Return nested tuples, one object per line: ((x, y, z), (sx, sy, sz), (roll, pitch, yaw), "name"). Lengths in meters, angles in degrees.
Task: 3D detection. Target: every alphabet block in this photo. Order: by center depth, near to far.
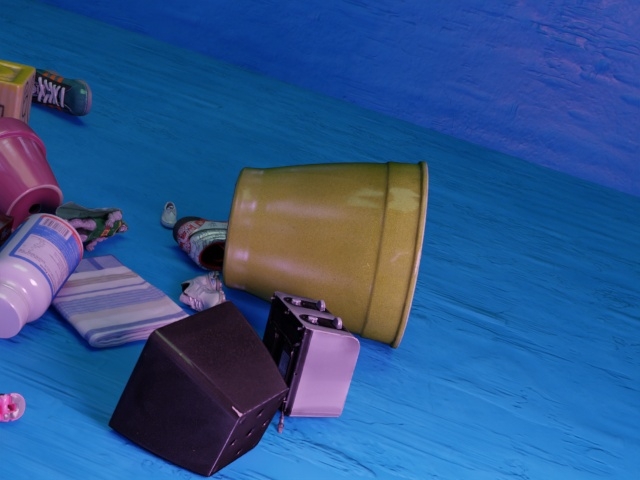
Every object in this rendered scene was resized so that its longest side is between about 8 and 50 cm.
((-0.798, -0.319, 2.238), (0.193, 0.197, 0.192), (11, 21, -12), "alphabet block")

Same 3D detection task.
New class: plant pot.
((-0.160, 0.225, 1.368), (0.167, 0.188, 0.187), (37, 27, 19), "plant pot")
((0.000, 0.000, 1.819), (0.352, 0.367, 0.366), (9, 21, -1), "plant pot")
((-0.620, -0.118, 1.894), (0.180, 0.201, 0.201), (45, 32, 25), "plant pot")

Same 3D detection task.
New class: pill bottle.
((-0.496, 0.060, 1.579), (0.124, 0.124, 0.222), (17, 36, 3), "pill bottle")

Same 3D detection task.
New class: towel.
((-0.389, 0.105, 1.697), (0.209, 0.034, 0.285), (-8, 29, -42), "towel")

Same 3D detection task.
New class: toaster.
((-0.028, 0.196, 1.547), (0.110, 0.186, 0.168), (9, 14, -24), "toaster")

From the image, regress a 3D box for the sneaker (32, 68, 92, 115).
((-0.758, -0.416, 2.653), (0.121, 0.108, 0.302), (-7, 22, -44), "sneaker")

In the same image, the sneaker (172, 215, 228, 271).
((-0.170, 0.007, 2.023), (0.270, 0.090, 0.145), (-2, 28, -31), "sneaker")

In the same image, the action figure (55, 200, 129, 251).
((-0.457, -0.025, 1.888), (0.063, 0.137, 0.232), (46, 19, 11), "action figure")

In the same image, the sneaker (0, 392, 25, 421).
((-0.477, 0.233, 1.309), (0.119, 0.047, 0.057), (1, 6, -38), "sneaker")

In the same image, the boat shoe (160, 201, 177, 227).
((-0.342, -0.061, 2.139), (0.035, 0.035, 0.100), (11, 21, -12), "boat shoe")

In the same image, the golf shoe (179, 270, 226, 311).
((-0.219, 0.118, 1.765), (0.085, 0.069, 0.176), (-7, 20, -11), "golf shoe")

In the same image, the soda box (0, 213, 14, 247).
((-0.605, 0.014, 1.623), (0.083, 0.092, 0.263), (14, 11, -8), "soda box")
